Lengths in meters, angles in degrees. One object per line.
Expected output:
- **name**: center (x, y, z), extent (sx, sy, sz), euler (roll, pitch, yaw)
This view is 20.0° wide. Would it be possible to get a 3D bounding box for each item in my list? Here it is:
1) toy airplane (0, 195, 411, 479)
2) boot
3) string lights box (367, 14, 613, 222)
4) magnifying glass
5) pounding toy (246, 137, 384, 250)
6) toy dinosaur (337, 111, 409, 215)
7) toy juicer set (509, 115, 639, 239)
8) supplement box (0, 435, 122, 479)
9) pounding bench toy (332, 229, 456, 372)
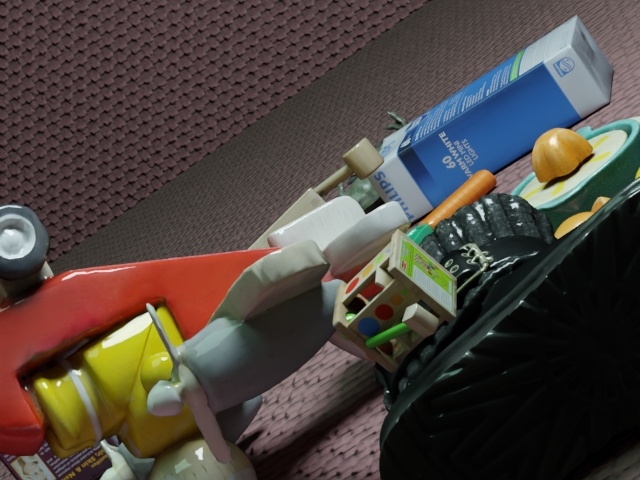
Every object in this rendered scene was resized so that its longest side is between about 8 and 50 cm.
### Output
- **toy airplane**: center (-0.086, 0.105, 1.450), extent (0.384, 0.272, 0.386), euler (-19, -19, 26)
- **boot**: center (0.171, 0.027, 1.185), extent (0.348, 0.131, 0.260), euler (-34, 11, 13)
- **string lights box**: center (0.181, -0.128, 1.933), extent (0.260, 0.077, 0.133), euler (-32, 11, 21)
- **magnifying glass**: center (0.091, 0.007, 1.801), extent (0.231, 0.026, 0.092), euler (-43, 12, -23)
- **pounding toy**: center (0.004, -0.004, 1.879), extent (0.206, 0.094, 0.181), euler (-44, 1, -1)
- **toy dinosaur**: center (0.077, -0.087, 2.131), extent (0.268, 0.064, 0.118), euler (-35, 26, 7)
- **toy juicer set**: center (0.234, -0.063, 1.474), extent (0.209, 0.089, 0.329), euler (-24, 16, 48)
- **supplement box**: center (-0.296, 0.172, 1.854), extent (0.104, 0.188, 0.081), euler (-37, 10, -4)
- **pounding bench toy**: center (0.043, 0.047, 1.125), extent (0.065, 0.052, 0.083), euler (-44, 16, 22)
